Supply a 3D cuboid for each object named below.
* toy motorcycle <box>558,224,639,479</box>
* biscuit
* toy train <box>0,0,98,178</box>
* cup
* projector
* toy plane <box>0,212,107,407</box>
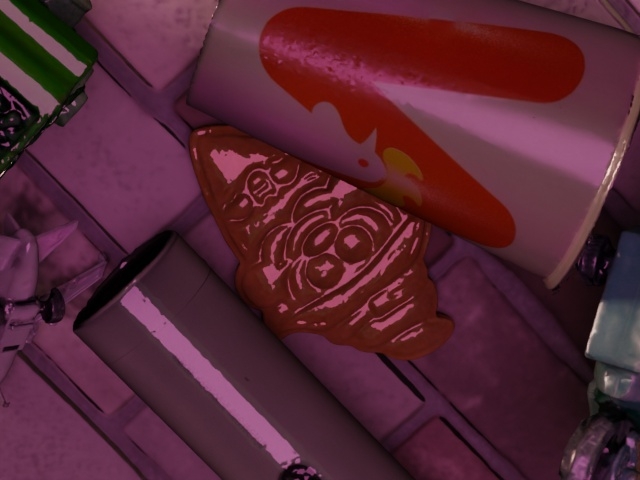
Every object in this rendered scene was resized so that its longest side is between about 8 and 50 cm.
[{"bbox_3d":[0.257,0.067,1.338,0.109,0.198,0.296,16,90,31],"label":"toy motorcycle"},{"bbox_3d":[0.000,0.000,1.382,0.250,0.035,0.162,40,94,-9],"label":"biscuit"},{"bbox_3d":[-0.254,-0.085,1.268,0.132,0.188,0.243,41,98,-12],"label":"toy train"},{"bbox_3d":[0.064,-0.103,1.289,0.288,0.203,0.203,21,101,-1],"label":"cup"},{"bbox_3d":[-0.033,0.145,1.373,0.108,0.108,0.337,-42,101,7],"label":"projector"},{"bbox_3d":[-0.231,0.055,1.351,0.162,0.065,0.171,-8,128,-37],"label":"toy plane"}]
